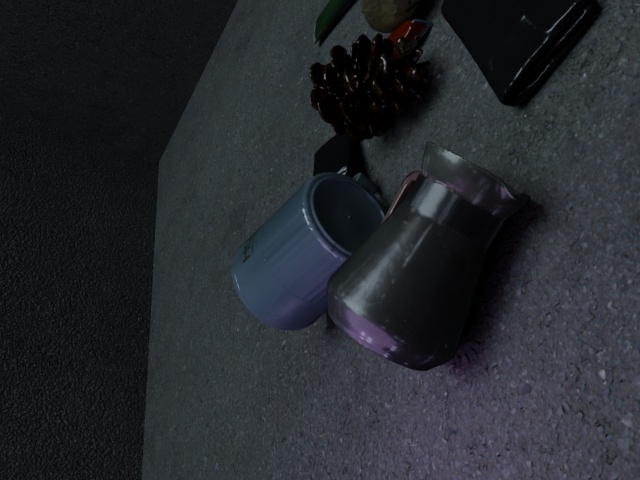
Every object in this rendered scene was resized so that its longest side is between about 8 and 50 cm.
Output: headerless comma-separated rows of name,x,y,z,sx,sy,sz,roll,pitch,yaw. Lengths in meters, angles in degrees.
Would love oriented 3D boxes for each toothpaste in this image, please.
toothpaste,0.073,-0.754,2.086,0.392,0.061,0.098,-37,42,55

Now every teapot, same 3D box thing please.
teapot,0.177,0.019,1.174,0.343,0.253,0.300,-60,28,9

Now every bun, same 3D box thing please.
bun,0.186,-0.649,1.645,0.259,0.152,0.259,6,-90,-72

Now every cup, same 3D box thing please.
cup,0.008,0.018,1.551,0.311,0.331,0.256,-42,72,43

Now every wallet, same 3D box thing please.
wallet,0.362,-0.449,1.301,0.228,0.062,0.406,-55,30,31
wallet,0.031,-0.197,1.735,0.149,0.044,0.250,-37,26,28

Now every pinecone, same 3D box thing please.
pinecone,0.111,-0.359,1.561,0.309,0.244,0.243,-22,53,44

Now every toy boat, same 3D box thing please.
toy boat,0.202,-0.482,1.651,0.173,0.059,0.069,-37,42,40
